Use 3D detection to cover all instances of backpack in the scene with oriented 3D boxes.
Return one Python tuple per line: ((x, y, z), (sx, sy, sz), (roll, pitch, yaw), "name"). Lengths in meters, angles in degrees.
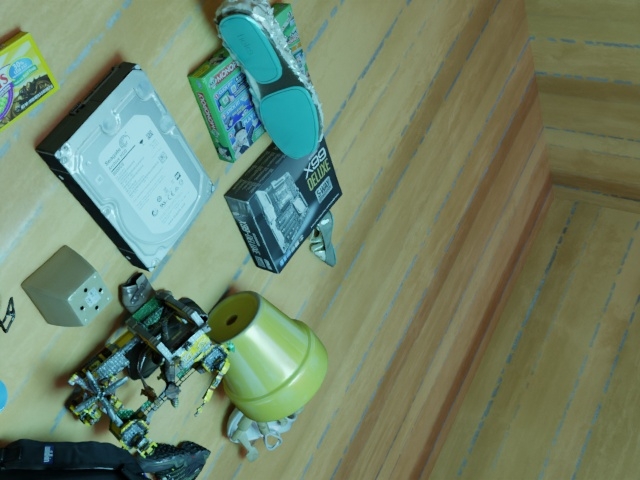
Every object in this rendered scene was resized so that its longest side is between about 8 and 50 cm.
((-0.430, 0.494, 1.275), (0.263, 0.276, 0.213), (-9, 130, -34), "backpack")

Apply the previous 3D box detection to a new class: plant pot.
((-0.146, 0.253, 1.681), (0.254, 0.254, 0.239), (-54, 127, -28), "plant pot")
((-0.437, 0.091, 1.277), (0.109, 0.096, 0.109), (-50, 140, -32), "plant pot")

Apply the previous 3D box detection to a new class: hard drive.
((-0.346, -0.130, 1.355), (0.237, 0.064, 0.339), (-57, 143, -26), "hard drive")

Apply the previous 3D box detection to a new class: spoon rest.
((-0.144, 0.465, 1.890), (0.276, 0.084, 0.137), (14, 108, -59), "spoon rest")

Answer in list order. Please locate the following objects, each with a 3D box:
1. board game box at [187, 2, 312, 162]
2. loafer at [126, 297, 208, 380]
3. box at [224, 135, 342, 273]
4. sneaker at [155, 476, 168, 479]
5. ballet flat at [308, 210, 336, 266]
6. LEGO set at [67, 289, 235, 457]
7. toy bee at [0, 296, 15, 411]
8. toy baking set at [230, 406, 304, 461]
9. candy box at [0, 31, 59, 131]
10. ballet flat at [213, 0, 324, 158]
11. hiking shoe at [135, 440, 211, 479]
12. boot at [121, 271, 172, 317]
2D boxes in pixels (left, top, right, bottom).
((-0.143, -0.350, 1.586), (0.317, 0.046, 0.213), (-50, 139, -33), "board game box")
((-0.320, 0.209, 1.523), (0.220, 0.078, 0.080), (-51, 141, -32), "loafer")
((-0.080, -0.112, 1.755), (0.307, 0.077, 0.242), (-52, 141, -31), "box")
((-0.396, 0.636, 1.538), (0.118, 0.107, 0.279), (16, 104, -47), "sneaker")
((0.000, 0.000, 1.943), (0.068, 0.072, 0.213), (-22, 139, -17), "ballet flat")
((-0.304, 0.266, 1.385), (0.331, 0.192, 0.255), (-36, 119, -24), "LEGO set")
((-0.574, 0.240, 1.107), (0.162, 0.298, 0.195), (9, 133, -31), "toy bee")
((-0.134, 0.466, 1.831), (0.256, 0.030, 0.197), (-53, 138, 5), "toy baking set")
((-0.503, -0.224, 1.104), (0.206, 0.027, 0.105), (-51, 138, -33), "candy box")
((-0.088, -0.357, 1.512), (0.147, 0.147, 0.409), (-57, 143, -26), "ballet flat")
((-0.336, 0.523, 1.628), (0.227, 0.086, 0.114), (21, 84, -58), "hiking shoe")
((-0.354, 0.104, 1.466), (0.118, 0.042, 0.087), (-44, 130, -49), "boot")
